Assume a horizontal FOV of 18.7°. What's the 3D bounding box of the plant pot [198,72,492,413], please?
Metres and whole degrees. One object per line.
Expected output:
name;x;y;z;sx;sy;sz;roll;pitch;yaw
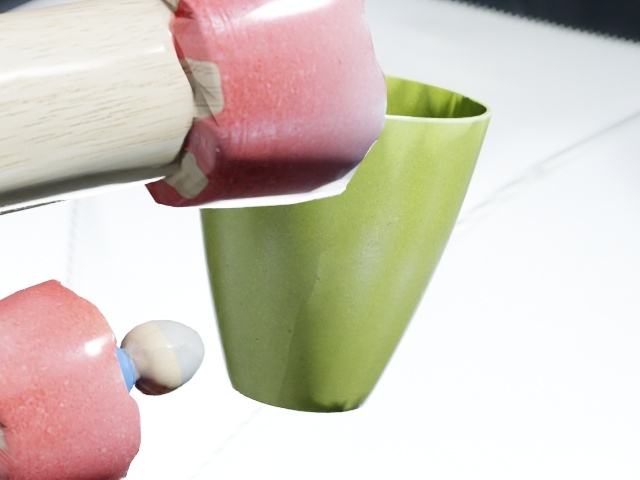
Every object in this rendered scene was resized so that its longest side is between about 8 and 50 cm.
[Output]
plant pot;0.000;0.000;1.800;0.275;0.275;0.293;-146;-118;-61

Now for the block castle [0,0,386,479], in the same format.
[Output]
block castle;-0.166;-0.145;0.685;0.453;0.213;0.303;62;-36;20
